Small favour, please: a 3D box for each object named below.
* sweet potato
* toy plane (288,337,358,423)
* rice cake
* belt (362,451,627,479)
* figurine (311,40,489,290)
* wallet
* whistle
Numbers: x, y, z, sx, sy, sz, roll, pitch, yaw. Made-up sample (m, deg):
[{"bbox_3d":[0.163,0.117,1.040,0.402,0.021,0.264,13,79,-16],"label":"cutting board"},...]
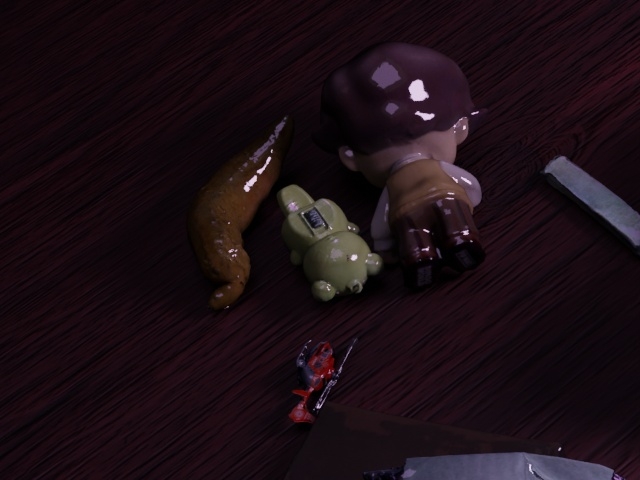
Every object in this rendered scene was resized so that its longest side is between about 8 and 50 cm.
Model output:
[{"bbox_3d":[-0.126,-0.040,2.094,0.124,0.098,0.310,-2,52,31],"label":"sweet potato"},{"bbox_3d":[-0.005,0.173,1.885,0.060,0.037,0.145,14,48,17],"label":"toy plane"},{"bbox_3d":[0.369,-0.048,1.981,0.043,0.034,0.211,-37,47,-7],"label":"rice cake"},{"bbox_3d":[0.178,0.321,1.513,0.324,0.260,0.122,-5,43,12],"label":"belt"},{"bbox_3d":[0.133,-0.105,2.051,0.218,0.206,0.365,-29,66,21],"label":"figurine"},{"bbox_3d":[0.116,0.275,1.739,0.309,0.042,0.165,8,48,24],"label":"wallet"},{"bbox_3d":[0.000,0.000,2.020,0.105,0.085,0.227,-27,46,-10],"label":"whistle"}]
